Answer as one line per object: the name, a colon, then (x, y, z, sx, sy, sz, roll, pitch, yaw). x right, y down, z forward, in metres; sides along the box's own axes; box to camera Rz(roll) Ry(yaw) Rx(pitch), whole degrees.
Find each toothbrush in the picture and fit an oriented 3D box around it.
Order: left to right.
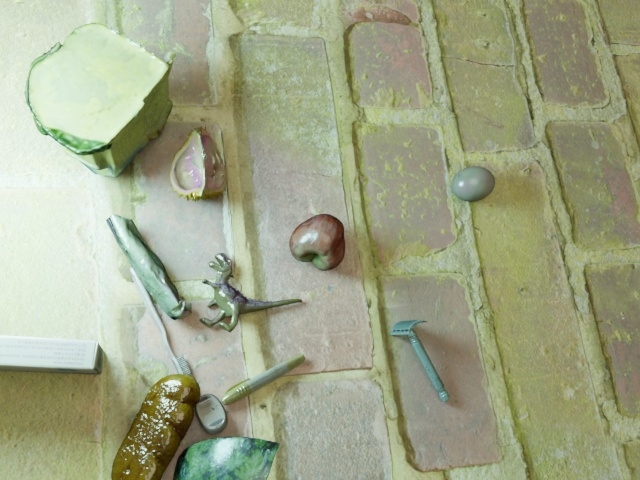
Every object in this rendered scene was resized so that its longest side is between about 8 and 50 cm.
toothbrush: (-0.393, 0.198, 1.519, 0.030, 0.025, 0.307, -24, 80, -29)

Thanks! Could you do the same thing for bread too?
bread: (-0.378, 0.464, 1.404, 0.124, 0.084, 0.344, 15, 67, 21)

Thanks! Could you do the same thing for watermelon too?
watermelon: (-0.219, 0.570, 1.381, 0.176, 0.256, 0.260, 50, 48, -44)

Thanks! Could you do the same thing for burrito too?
burrito: (-0.422, 0.064, 1.522, 0.066, 0.096, 0.309, -36, 87, -4)

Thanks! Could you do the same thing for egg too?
egg: (0.449, -0.166, 1.823, 0.135, 0.103, 0.103, -12, 76, -20)

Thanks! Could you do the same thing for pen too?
pen: (-0.141, 0.339, 1.540, 0.233, 0.032, 0.040, -26, 57, -23)

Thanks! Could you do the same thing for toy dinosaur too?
toy dinosaur: (-0.195, 0.152, 1.566, 0.251, 0.072, 0.199, 29, 57, 6)

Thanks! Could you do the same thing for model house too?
model house: (-0.533, -0.319, 1.520, 0.261, 0.266, 0.321, 31, 69, 3)

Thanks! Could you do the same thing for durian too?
durian: (-0.309, -0.185, 1.612, 0.165, 0.132, 0.182, -33, 79, -30)

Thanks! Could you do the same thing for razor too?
razor: (0.276, 0.318, 1.636, 0.068, 0.106, 0.232, -28, 91, -21)

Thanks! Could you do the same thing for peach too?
peach: (0.000, 0.000, 1.642, 0.152, 0.152, 0.152, 5, 71, -14)

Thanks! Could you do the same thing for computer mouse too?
computer mouse: (-0.259, 0.414, 1.477, 0.066, 0.039, 0.096, -24, 67, -21)

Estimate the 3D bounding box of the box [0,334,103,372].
box: (-0.654, 0.245, 1.339, 0.343, 0.200, 0.065, 6, 73, -14)
